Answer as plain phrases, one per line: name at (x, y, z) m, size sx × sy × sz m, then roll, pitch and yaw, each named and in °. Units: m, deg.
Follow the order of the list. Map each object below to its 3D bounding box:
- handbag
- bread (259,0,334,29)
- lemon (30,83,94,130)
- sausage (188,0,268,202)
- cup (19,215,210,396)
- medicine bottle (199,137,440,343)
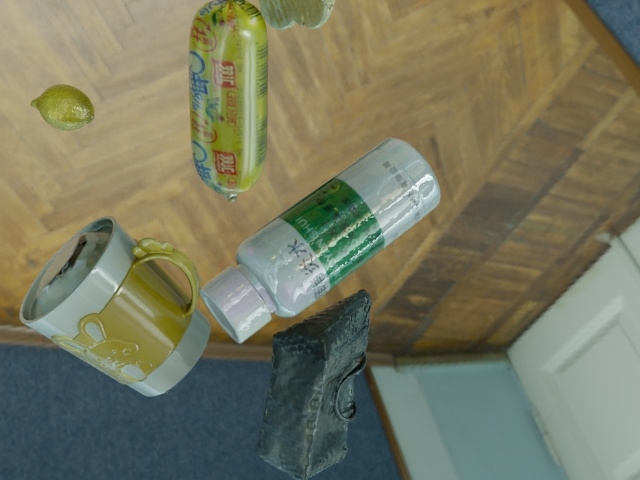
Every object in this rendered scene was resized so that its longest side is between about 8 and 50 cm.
handbag at (0.003, 0.206, 1.173) m, size 0.175 × 0.088 × 0.271 m, roll -13°, pitch 117°, yaw -55°
bread at (-0.060, -0.455, 1.331) m, size 0.039 × 0.181 × 0.251 m, roll -30°, pitch 119°, yaw -47°
lemon at (-0.365, -0.189, 1.215) m, size 0.092 × 0.065 × 0.065 m, roll 12°, pitch 137°, yaw 1°
sausage at (-0.143, -0.217, 1.337) m, size 0.123 × 0.123 × 0.347 m, roll -6°, pitch 120°, yaw -17°
cup at (-0.260, 0.087, 1.189) m, size 0.241 × 0.185 × 0.226 m, roll -27°, pitch 122°, yaw 28°
medicine bottle at (0.000, 0.000, 0.870) m, size 0.260 × 0.095 × 0.095 m, roll -36°, pitch 144°, yaw -15°
